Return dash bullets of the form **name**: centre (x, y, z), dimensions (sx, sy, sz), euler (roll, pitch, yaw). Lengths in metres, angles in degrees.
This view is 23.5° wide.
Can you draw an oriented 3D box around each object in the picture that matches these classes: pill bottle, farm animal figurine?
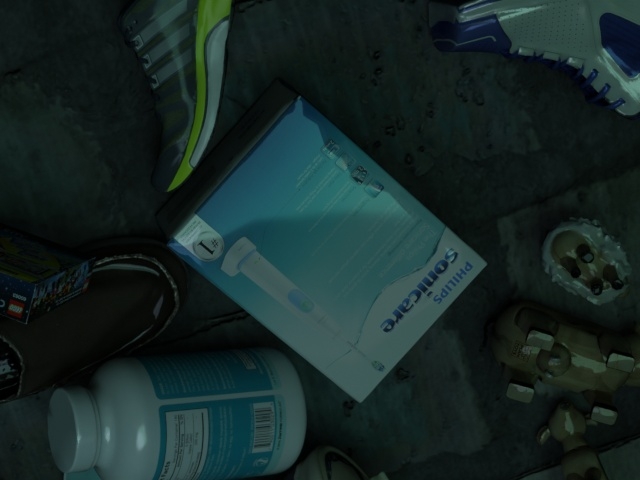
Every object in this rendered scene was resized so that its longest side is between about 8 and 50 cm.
- **pill bottle**: centre (-0.159, 0.195, 1.684), dimensions (0.264, 0.146, 0.146), euler (-1, 107, -30)
- **farm animal figurine**: centre (0.331, 0.170, 1.814), dimensions (0.327, 0.172, 0.330), euler (32, 106, -6)

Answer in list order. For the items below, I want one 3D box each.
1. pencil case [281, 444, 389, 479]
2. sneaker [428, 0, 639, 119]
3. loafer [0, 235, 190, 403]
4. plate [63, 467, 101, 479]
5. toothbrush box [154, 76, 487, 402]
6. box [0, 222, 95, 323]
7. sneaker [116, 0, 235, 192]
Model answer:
- **pencil case**: centre (-0.085, 0.411, 1.739), dimensions (0.410, 0.183, 0.160), euler (-42, 84, 9)
- **sneaker**: centre (0.290, -0.214, 1.700), dimensions (0.315, 0.127, 0.182), euler (-12, 106, -10)
- **loafer**: centre (-0.307, 0.116, 1.670), dimensions (0.366, 0.130, 0.134), euler (-26, 110, -4)
- **plate**: centre (-0.206, 0.271, 1.795), dimensions (0.188, 0.024, 0.188), euler (-4, 108, -12)
- **toothbrush box**: centre (0.000, 0.000, 1.703), dimensions (0.295, 0.126, 0.216), euler (40, 94, -19)
- **box**: centre (-0.366, 0.012, 1.567), dimensions (0.233, 0.159, 0.044), euler (19, 102, 10)
- **sneaker**: centre (-0.158, -0.199, 1.633), dimensions (0.121, 0.111, 0.300), euler (8, 99, -4)
